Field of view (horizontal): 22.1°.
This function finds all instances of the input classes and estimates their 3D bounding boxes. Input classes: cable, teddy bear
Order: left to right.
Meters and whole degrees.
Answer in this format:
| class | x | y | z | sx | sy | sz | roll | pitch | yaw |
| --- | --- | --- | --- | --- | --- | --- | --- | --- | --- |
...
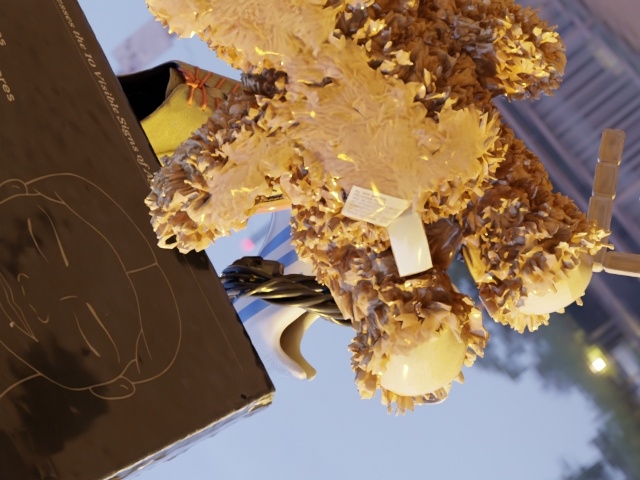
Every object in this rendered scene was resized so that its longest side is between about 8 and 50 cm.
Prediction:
| class | x | y | z | sx | sy | sz | roll | pitch | yaw |
| --- | --- | --- | --- | --- | --- | --- | --- | --- | --- |
| cable | -0.027 | 0.056 | 1.616 | 0.150 | 0.047 | 0.184 | 20 | -176 | 16 |
| teddy bear | 0.027 | -0.062 | 0.916 | 0.338 | 0.245 | 0.113 | 40 | -169 | -20 |

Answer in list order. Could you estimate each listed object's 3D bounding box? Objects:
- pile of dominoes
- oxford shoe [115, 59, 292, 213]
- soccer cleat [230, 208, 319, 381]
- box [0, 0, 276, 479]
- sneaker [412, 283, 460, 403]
| class | x | y | z | sx | sy | sz | roll | pitch | yaw |
| --- | --- | --- | --- | --- | --- | --- | --- | --- | --- |
| pile of dominoes | 0.440 | -0.039 | 2.071 | 0.040 | 0.196 | 0.251 | 86 | -163 | -52 |
| oxford shoe | -0.102 | -0.110 | 1.612 | 0.130 | 0.348 | 0.123 | 82 | -173 | -46 |
| soccer cleat | 0.000 | 0.000 | 1.811 | 0.143 | 0.331 | 0.116 | 25 | -172 | 23 |
| box | -0.334 | 0.018 | 1.309 | 0.480 | 0.297 | 0.472 | 63 | -157 | 4 |
| sneaker | 0.100 | 0.057 | 1.975 | 0.123 | 0.106 | 0.290 | -59 | -40 | -39 |
